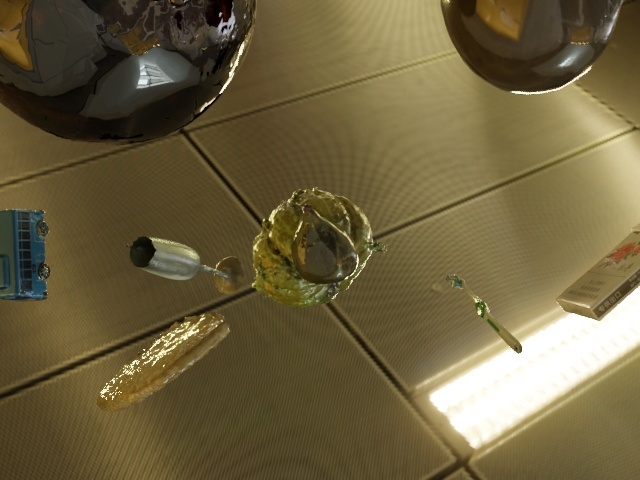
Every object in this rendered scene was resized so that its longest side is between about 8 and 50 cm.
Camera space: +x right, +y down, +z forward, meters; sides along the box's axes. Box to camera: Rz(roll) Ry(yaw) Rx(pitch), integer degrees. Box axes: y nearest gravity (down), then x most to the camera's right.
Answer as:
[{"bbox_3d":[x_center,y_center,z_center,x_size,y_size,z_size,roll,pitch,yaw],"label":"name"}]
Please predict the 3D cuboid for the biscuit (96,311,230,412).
[{"bbox_3d":[-0.228,0.170,1.134,0.040,0.265,0.188,53,-156,-12],"label":"biscuit"}]

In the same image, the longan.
[{"bbox_3d":[0.192,-0.228,0.711,0.189,0.189,0.189,5,-135,-5],"label":"longan"}]

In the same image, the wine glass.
[{"bbox_3d":[-0.224,0.040,1.317,0.074,0.074,0.262,42,-171,28],"label":"wine glass"}]

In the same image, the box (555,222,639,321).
[{"bbox_3d":[0.421,0.031,1.071,0.198,0.109,0.029,-40,-83,-4],"label":"box"}]

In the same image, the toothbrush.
[{"bbox_3d":[0.343,0.146,1.639,0.030,0.030,0.304,-7,-152,-17],"label":"toothbrush"}]

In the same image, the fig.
[{"bbox_3d":[0.005,-0.005,1.567,0.132,0.185,0.126,0,-159,18],"label":"fig"}]

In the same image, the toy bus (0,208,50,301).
[{"bbox_3d":[-0.611,0.031,1.573,0.090,0.185,0.106,-5,176,22],"label":"toy bus"}]

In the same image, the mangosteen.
[{"bbox_3d":[-0.208,-0.242,0.749,0.296,0.297,0.313,-6,-158,-16],"label":"mangosteen"}]

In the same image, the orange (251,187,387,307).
[{"bbox_3d":[-0.024,0.020,1.832,0.300,0.301,0.223,11,-149,-46],"label":"orange"}]
